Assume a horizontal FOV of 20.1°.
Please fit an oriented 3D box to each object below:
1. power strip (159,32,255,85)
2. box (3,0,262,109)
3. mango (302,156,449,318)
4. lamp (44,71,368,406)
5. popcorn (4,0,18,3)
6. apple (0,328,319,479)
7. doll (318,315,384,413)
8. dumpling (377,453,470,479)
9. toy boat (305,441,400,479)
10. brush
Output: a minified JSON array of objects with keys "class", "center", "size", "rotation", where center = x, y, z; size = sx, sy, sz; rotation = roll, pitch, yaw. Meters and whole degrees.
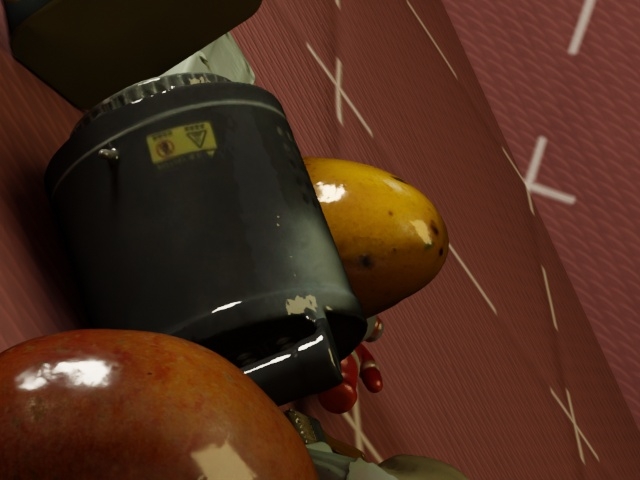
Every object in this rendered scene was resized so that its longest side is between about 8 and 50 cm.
[{"class":"power strip","center":[-0.128,-0.125,1.769],"size":[0.091,0.062,0.385],"rotation":[58,17,-18]},{"class":"box","center":[-0.167,-0.219,1.560],"size":[0.144,0.201,0.090],"rotation":[38,26,-52]},{"class":"mango","center":[0.000,0.000,1.648],"size":[0.191,0.290,0.160],"rotation":[20,76,-30]},{"class":"lamp","center":[-0.097,0.004,1.404],"size":[0.374,0.205,0.272],"rotation":[13,54,-87]},{"class":"popcorn","center":[-0.275,-0.281,1.412],"size":[0.185,0.167,0.187],"rotation":[1,24,-45]},{"class":"apple","center":[-0.117,0.166,1.076],"size":[0.253,0.253,0.253],"rotation":[54,19,-28]},{"class":"doll","center":[0.009,0.086,1.826],"size":[0.142,0.076,0.245],"rotation":[36,27,-9]},{"class":"dumpling","center":[0.113,0.291,1.716],"size":[0.252,0.131,0.179],"rotation":[38,-7,12]},{"class":"toy boat","center":[0.054,0.290,1.531],"size":[0.199,0.100,0.290],"rotation":[-11,60,-53]},{"class":"brush","center":[0.009,0.199,1.766],"size":[0.170,0.014,0.043],"rotation":[36,30,-60]}]
